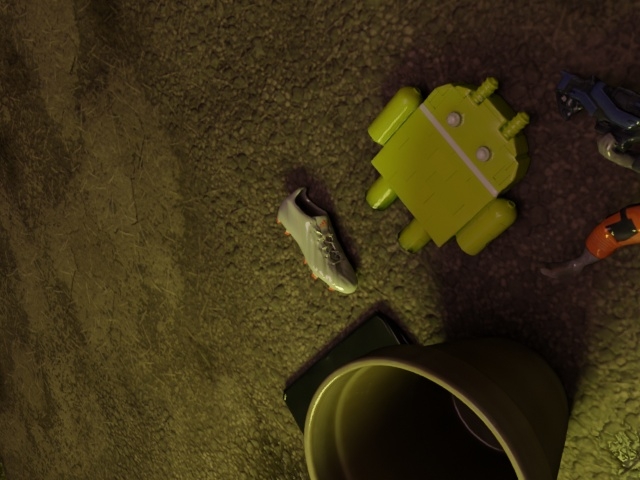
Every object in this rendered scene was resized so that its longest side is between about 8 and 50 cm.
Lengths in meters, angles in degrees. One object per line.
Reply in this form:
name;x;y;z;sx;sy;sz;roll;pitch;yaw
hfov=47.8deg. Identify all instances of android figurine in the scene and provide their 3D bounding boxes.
android figurine;0.176;-0.106;1.010;0.248;0.056;0.273;55;131;13

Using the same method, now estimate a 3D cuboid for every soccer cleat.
soccer cleat;0.000;0.000;1.179;0.196;0.068;0.076;52;126;19

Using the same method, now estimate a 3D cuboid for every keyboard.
keyboard;0.064;0.274;1.231;0.317;0.033;0.201;-46;67;39

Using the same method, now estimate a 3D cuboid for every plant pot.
plant pot;0.186;0.260;0.961;0.323;0.280;0.323;13;111;35

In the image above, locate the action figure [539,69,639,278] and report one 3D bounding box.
action figure;0.394;-0.064;0.817;0.330;0.178;0.341;-63;34;26
